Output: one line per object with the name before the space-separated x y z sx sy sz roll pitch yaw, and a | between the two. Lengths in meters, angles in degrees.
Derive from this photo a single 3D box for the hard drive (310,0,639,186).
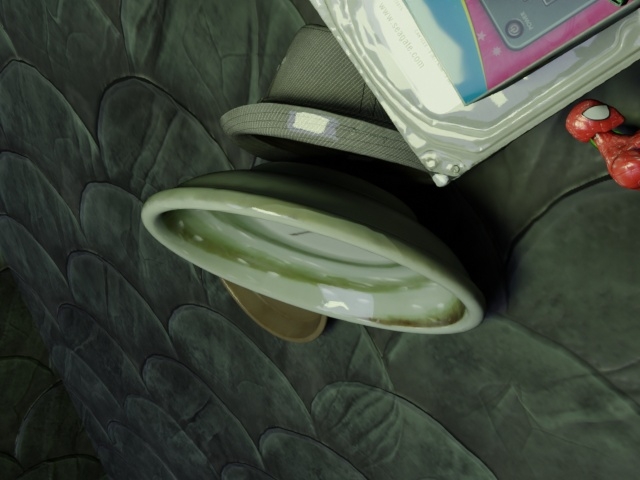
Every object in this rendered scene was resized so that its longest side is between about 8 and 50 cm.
hard drive | 0.154 -0.220 0.521 0.339 0.064 0.237 -33 92 33

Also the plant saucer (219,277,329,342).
plant saucer | -0.080 0.030 1.143 0.278 0.041 0.278 32 140 31

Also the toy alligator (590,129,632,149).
toy alligator | 0.303 -0.042 0.611 0.190 0.056 0.051 46 104 14

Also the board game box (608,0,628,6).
board game box | 0.082 -0.245 0.382 0.259 0.030 0.136 37 119 13

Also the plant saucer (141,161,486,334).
plant saucer | 0.000 0.000 0.866 0.400 0.100 0.400 16 164 5

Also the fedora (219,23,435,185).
fedora | 0.028 -0.137 0.755 0.243 0.124 0.275 12 180 -2

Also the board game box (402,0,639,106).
board game box | 0.162 -0.249 0.410 0.303 0.097 0.224 -30 92 34

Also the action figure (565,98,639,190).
action figure | 0.318 -0.063 0.521 0.280 0.091 0.139 26 114 17
